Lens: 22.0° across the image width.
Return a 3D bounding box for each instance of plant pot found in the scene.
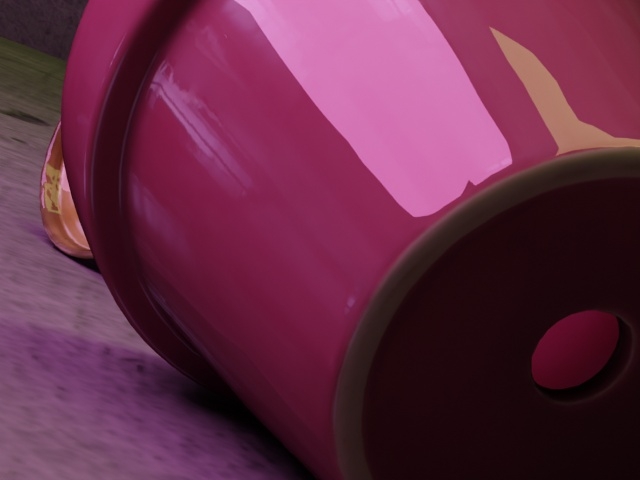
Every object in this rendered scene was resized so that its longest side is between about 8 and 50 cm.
[{"bbox_3d":[0.037,-0.007,0.477,0.201,0.201,0.180,19,21,-27],"label":"plant pot"}]

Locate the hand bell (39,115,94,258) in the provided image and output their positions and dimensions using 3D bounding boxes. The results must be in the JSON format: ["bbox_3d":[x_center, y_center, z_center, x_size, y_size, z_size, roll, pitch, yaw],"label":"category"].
[{"bbox_3d":[0.000,0.000,0.785,0.242,0.126,0.126,32,-2,-37],"label":"hand bell"}]
